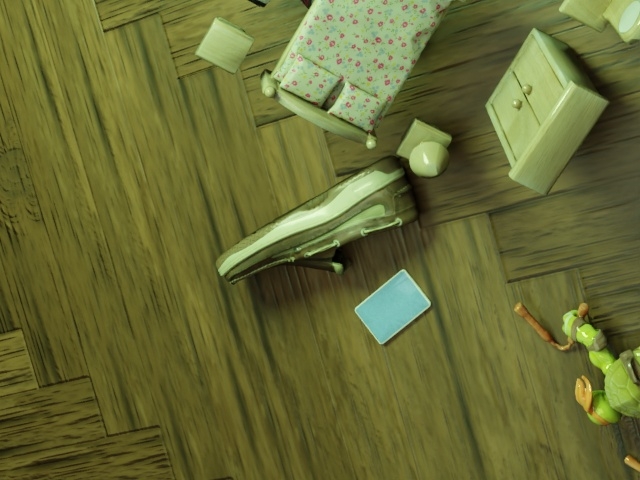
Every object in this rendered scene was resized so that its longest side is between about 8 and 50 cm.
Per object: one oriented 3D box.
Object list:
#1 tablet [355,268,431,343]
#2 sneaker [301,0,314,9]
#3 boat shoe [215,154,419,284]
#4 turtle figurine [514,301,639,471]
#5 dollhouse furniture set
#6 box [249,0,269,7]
[{"bbox_3d":[0.084,0.078,1.597,0.083,0.006,0.054,-41,82,23],"label":"tablet"},{"bbox_3d":[0.051,-0.376,1.469,0.112,0.121,0.299,26,105,30],"label":"sneaker"},{"bbox_3d":[-0.003,0.002,1.576,0.257,0.095,0.095,-29,93,25],"label":"boat shoe"},{"bbox_3d":[0.346,0.127,1.447,0.217,0.087,0.269,-44,81,24],"label":"turtle figurine"},{"bbox_3d":[0.101,-0.210,1.353,0.355,0.174,0.303,24,114,-17],"label":"dollhouse furniture set"},{"bbox_3d":[-0.034,-0.447,1.443,0.293,0.073,0.295,-43,50,23],"label":"box"}]
